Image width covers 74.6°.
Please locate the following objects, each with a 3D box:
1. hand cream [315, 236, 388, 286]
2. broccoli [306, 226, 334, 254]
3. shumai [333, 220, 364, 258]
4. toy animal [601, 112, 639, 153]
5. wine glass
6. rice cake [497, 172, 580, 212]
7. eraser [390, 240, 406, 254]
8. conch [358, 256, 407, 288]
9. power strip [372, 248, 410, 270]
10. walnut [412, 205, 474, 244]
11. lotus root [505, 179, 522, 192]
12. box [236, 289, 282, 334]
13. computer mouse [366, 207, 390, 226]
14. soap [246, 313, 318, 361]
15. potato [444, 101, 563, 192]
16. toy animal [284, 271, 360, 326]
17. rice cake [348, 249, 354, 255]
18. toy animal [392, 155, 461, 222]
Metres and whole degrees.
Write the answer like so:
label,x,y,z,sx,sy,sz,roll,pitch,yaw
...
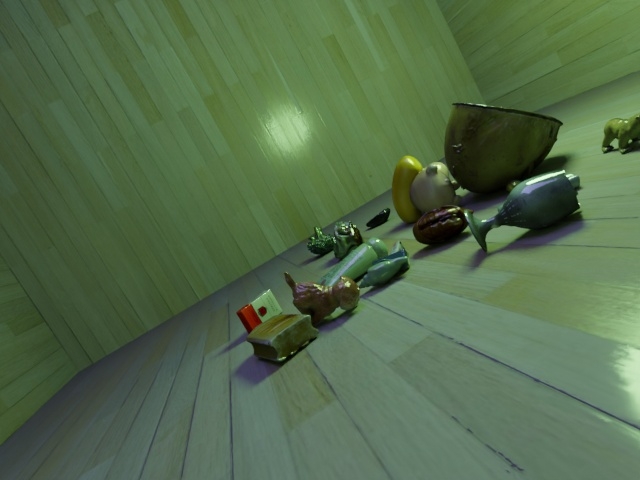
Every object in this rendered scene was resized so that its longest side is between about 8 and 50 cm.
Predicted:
label,x,y,z,sx,sy,sz,roll,pitch,yaw
hand cream,0.098,0.099,1.457,0.306,0.093,0.147,-33,13,-14
broccoli,0.000,0.000,2.268,0.154,0.160,0.167,-3,-12,-17
shumai,0.136,-0.009,1.916,0.142,0.184,0.184,-1,17,18
toy animal,0.889,-0.318,1.210,0.103,0.101,0.219,-26,8,16
wine glass,0.482,-0.073,1.015,0.241,0.126,0.126,-29,7,26
rice cake,0.615,-0.124,1.183,0.221,0.042,0.080,-27,6,15
eraser,0.257,0.043,1.374,0.029,0.052,0.122,-28,8,21
conch,0.183,0.096,1.251,0.180,0.065,0.088,-33,-3,13
power strip,0.216,0.075,1.298,0.123,0.032,0.056,-25,47,33
walnut,0.382,-0.051,1.312,0.207,0.116,0.116,-23,9,35
lotus root,0.648,-0.179,1.402,0.054,0.049,0.099,-28,1,24
box,-0.221,0.261,1.532,0.152,0.100,0.048,-36,7,-42
computer mouse,0.313,-0.113,2.232,0.172,0.057,0.099,-38,2,38
soap,-0.118,0.269,1.184,0.140,0.073,0.232,-28,5,-29
potato,0.658,-0.335,1.594,0.385,0.319,0.442,20,22,24
toy animal,0.008,0.137,1.180,0.185,0.184,0.104,-24,16,35
rice cake,0.131,0.075,1.713,0.033,0.033,0.207,-26,7,8
toy animal,0.467,-0.245,1.790,0.246,0.278,0.345,-18,-2,-27
